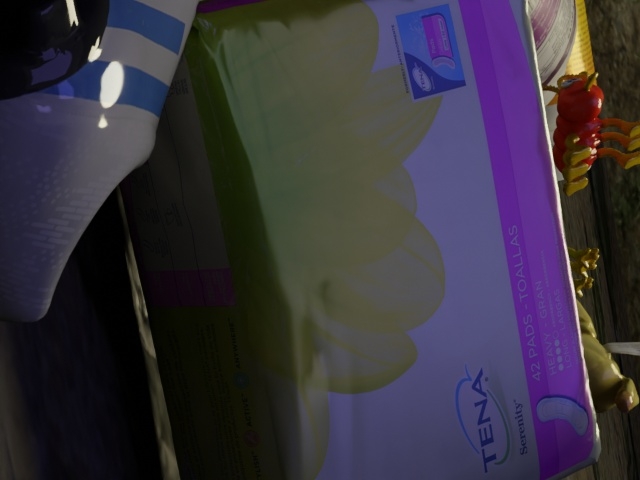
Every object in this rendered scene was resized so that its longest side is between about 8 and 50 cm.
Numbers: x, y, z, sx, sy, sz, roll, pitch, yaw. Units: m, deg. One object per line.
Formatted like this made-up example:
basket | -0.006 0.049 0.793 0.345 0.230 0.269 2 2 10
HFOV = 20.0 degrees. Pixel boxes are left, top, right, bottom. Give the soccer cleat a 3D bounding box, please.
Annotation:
soccer cleat | -0.106 -0.099 0.736 0.331 0.116 0.143 -73 168 -53

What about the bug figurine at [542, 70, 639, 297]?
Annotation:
bug figurine | 0.129 -0.017 1.424 0.279 0.072 0.216 -21 132 -32

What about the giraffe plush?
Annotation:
giraffe plush | 0.180 0.144 1.602 0.181 0.210 0.170 -80 -173 -57

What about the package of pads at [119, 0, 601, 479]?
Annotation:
package of pads | 0.019 0.013 0.927 0.229 0.101 0.296 -18 101 -37

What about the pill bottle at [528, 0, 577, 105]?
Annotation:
pill bottle | 0.113 -0.191 1.444 0.301 0.169 0.169 42 43 -69

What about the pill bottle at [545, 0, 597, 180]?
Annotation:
pill bottle | 0.213 -0.187 1.882 0.136 0.136 0.245 -51 132 -70
